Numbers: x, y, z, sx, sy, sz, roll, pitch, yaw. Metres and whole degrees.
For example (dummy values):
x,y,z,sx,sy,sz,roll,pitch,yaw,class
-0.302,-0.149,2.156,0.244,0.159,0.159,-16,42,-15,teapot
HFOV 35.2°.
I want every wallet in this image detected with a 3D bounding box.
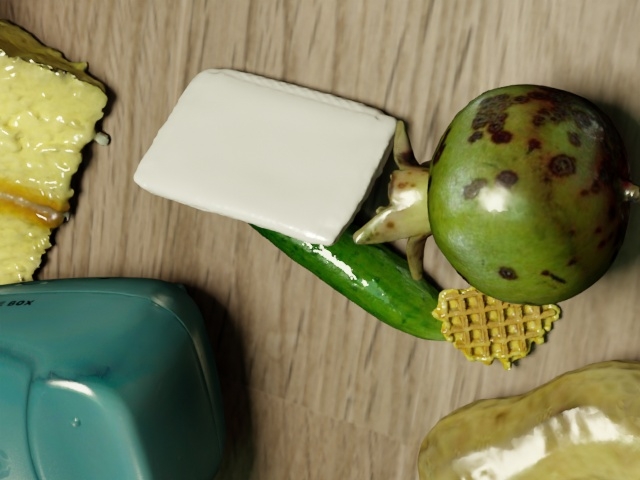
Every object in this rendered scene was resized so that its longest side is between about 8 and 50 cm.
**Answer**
x,y,z,sx,sy,sz,roll,pitch,yaw,class
-0.040,-0.065,0.750,0.183,0.032,0.124,17,65,23,wallet

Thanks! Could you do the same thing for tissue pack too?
x,y,z,sx,sy,sz,roll,pitch,yaw,class
-0.221,0.132,0.820,0.287,0.206,0.198,-6,110,20,tissue pack

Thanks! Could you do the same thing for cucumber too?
x,y,z,sx,sy,sz,roll,pitch,yaw,class
0.000,0.000,0.765,0.250,0.056,0.056,36,115,16,cucumber

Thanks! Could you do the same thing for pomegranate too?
x,y,z,sx,sy,sz,roll,pitch,yaw,class
0.122,-0.028,0.658,0.169,0.148,0.148,0,103,59,pomegranate

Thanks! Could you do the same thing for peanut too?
x,y,z,sx,sy,sz,roll,pitch,yaw,class
0.171,0.143,0.685,0.229,0.098,0.103,-22,132,30,peanut

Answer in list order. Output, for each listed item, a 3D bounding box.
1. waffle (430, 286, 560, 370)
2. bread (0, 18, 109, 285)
x,y,z,sx,sy,sz,roll,pitch,yaw,class
0.128,0.052,0.717,0.085,0.016,0.078,-40,104,16,waffle
-0.317,-0.064,0.890,0.142,0.178,0.266,50,120,46,bread
